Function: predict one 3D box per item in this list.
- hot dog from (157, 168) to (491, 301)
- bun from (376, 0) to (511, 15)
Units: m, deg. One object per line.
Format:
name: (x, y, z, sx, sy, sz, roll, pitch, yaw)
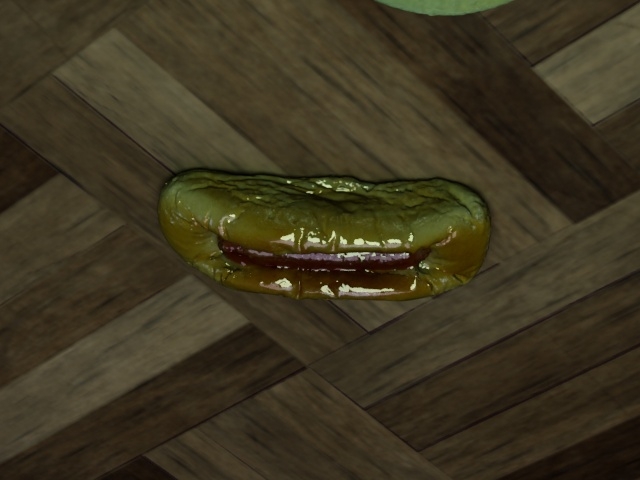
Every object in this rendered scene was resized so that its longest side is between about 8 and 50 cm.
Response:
hot dog: (0.000, 0.000, 1.275, 0.243, 0.073, 0.084, 4, 130, 5)
bun: (0.069, -0.234, 1.006, 0.221, 0.108, 0.221, -1, 134, -1)
